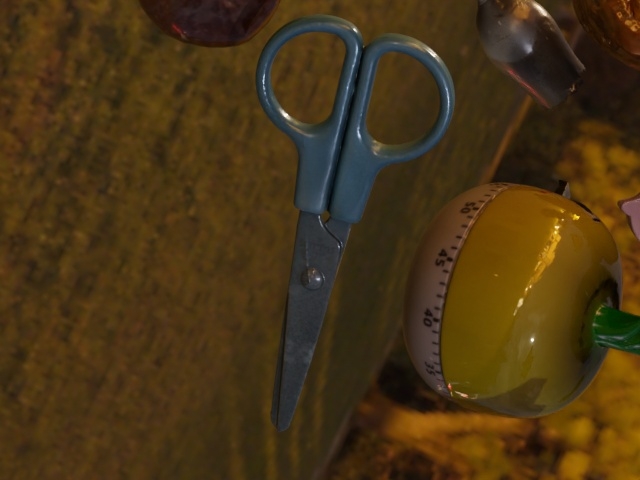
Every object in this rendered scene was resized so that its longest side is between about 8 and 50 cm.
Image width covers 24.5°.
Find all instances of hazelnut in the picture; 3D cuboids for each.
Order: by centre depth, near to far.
[{"bbox_3d":[-0.109,-0.261,1.489,0.143,0.154,0.143,172,-90,-84],"label":"hazelnut"}]

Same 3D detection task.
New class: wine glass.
[{"bbox_3d":[0.253,-0.277,1.930,0.103,0.222,0.103,-39,-162,15],"label":"wine glass"}]

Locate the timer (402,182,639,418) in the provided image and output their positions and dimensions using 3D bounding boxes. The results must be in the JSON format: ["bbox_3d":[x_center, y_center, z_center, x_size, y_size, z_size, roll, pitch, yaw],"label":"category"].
[{"bbox_3d":[0.255,0.079,1.623,0.285,0.285,0.285,24,90,-82],"label":"timer"}]

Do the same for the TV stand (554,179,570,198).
[{"bbox_3d":[0.323,0.010,2.167,0.249,0.042,0.036,-60,144,-34],"label":"TV stand"}]

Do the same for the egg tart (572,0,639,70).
[{"bbox_3d":[0.476,-0.334,1.907,0.297,0.297,0.132,-64,157,-10],"label":"egg tart"}]

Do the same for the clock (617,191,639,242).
[{"bbox_3d":[0.507,-0.066,1.672,0.275,0.290,0.080,-57,176,7],"label":"clock"}]

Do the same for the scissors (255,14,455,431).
[{"bbox_3d":[0.000,0.000,1.466,0.029,0.192,0.447,-67,170,-66],"label":"scissors"}]
